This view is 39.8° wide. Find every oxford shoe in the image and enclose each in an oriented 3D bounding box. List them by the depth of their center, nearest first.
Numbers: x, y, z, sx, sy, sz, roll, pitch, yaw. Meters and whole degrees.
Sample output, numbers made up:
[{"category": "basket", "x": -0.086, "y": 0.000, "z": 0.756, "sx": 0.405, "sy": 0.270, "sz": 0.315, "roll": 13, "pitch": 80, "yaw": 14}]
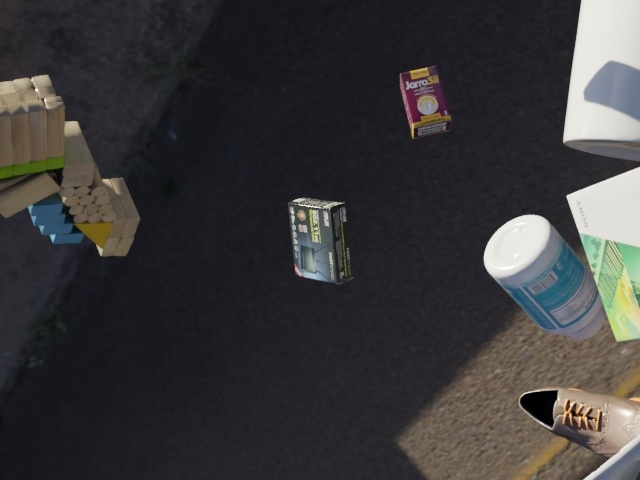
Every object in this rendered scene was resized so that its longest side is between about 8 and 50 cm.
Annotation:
[{"category": "oxford shoe", "x": 0.521, "y": 0.351, "z": 1.688, "sx": 0.364, "sy": 0.133, "sz": 0.130, "roll": -6, "pitch": 70, "yaw": 66}]

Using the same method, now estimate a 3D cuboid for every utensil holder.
[{"category": "utensil holder", "x": 0.629, "y": -0.351, "z": 1.640, "sx": 0.328, "sy": 0.328, "sz": 0.385, "roll": 11, "pitch": 92, "yaw": 40}]

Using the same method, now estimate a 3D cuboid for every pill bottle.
[{"category": "pill bottle", "x": 0.438, "y": 0.082, "z": 1.683, "sx": 0.146, "sy": 0.264, "sz": 0.146, "roll": -32, "pitch": 33, "yaw": 24}]

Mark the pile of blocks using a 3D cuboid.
[{"category": "pile of blocks", "x": -0.367, "y": -0.097, "z": 1.193, "sx": 0.149, "sy": 0.362, "sz": 0.112, "roll": -27, "pitch": 58, "yaw": -4}]

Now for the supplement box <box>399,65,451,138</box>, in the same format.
[{"category": "supplement box", "x": 0.143, "y": -0.189, "z": 1.206, "sx": 0.055, "sy": 0.043, "sz": 0.083, "roll": -13, "pitch": 75, "yaw": 2}]

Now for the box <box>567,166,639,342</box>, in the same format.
[{"category": "box", "x": 0.487, "y": 0.002, "z": 1.171, "sx": 0.322, "sy": 0.058, "sz": 0.232, "roll": -27, "pitch": 79, "yaw": 61}]

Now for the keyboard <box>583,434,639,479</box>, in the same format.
[{"category": "keyboard", "x": 0.020, "y": 0.152, "z": 0.299, "sx": 0.014, "sy": 0.256, "sz": 0.072, "roll": 41, "pitch": 152, "yaw": 38}]

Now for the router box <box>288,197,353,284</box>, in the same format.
[{"category": "router box", "x": 0.000, "y": 0.000, "z": 1.346, "sx": 0.092, "sy": 0.038, "sz": 0.122, "roll": 9, "pitch": 112, "yaw": 43}]
